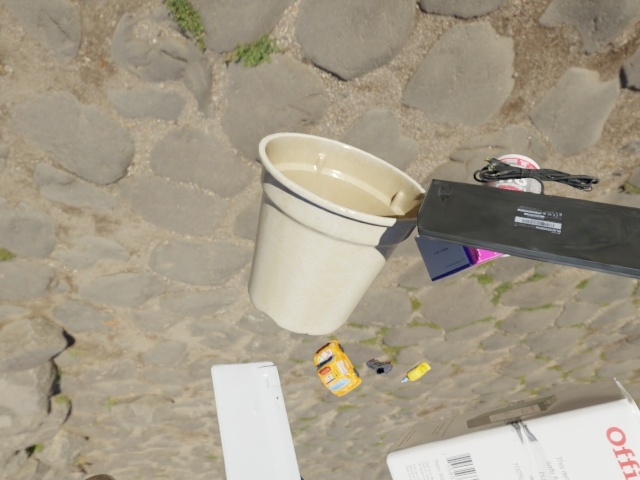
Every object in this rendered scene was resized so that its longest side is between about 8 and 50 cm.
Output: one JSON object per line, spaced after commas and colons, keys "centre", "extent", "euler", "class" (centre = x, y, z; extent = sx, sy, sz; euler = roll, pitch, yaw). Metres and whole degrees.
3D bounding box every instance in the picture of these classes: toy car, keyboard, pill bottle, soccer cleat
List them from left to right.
{"centre": [-0.045, 0.233, 0.410], "extent": [0.072, 0.256, 0.014], "euler": [4, 148, -36], "class": "keyboard"}
{"centre": [0.046, 0.127, 0.490], "extent": [0.122, 0.060, 0.040], "euler": [-20, 168, 22], "class": "toy car"}
{"centre": [0.138, 0.308, 1.134], "extent": [0.083, 0.035, 0.029], "euler": [-8, 115, 47], "class": "soccer cleat"}
{"centre": [0.562, -0.104, 1.413], "extent": [0.176, 0.318, 0.176], "euler": [17, 139, 15], "class": "pill bottle"}
{"centre": [0.304, -0.041, 0.648], "extent": [0.317, 0.201, 0.033], "euler": [13, 139, 21], "class": "keyboard"}

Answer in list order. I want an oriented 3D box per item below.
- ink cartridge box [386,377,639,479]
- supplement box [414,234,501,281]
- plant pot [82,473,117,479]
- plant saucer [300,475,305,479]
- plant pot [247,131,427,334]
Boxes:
{"centre": [0.243, 0.296, 0.532], "extent": [0.273, 0.198, 0.115], "euler": [-24, 168, 23], "class": "ink cartridge box"}
{"centre": [0.337, 0.005, 1.063], "extent": [0.220, 0.114, 0.111], "euler": [-10, 165, -40], "class": "supplement box"}
{"centre": [-0.337, 0.546, 0.769], "extent": [0.230, 0.215, 0.215], "euler": [18, 151, 21], "class": "plant pot"}
{"centre": [-0.051, 0.592, 1.085], "extent": [0.018, 0.067, 0.192], "euler": [-26, 107, 41], "class": "plant saucer"}
{"centre": [0.000, 0.000, 0.913], "extent": [0.333, 0.334, 0.305], "euler": [10, 120, -21], "class": "plant pot"}
